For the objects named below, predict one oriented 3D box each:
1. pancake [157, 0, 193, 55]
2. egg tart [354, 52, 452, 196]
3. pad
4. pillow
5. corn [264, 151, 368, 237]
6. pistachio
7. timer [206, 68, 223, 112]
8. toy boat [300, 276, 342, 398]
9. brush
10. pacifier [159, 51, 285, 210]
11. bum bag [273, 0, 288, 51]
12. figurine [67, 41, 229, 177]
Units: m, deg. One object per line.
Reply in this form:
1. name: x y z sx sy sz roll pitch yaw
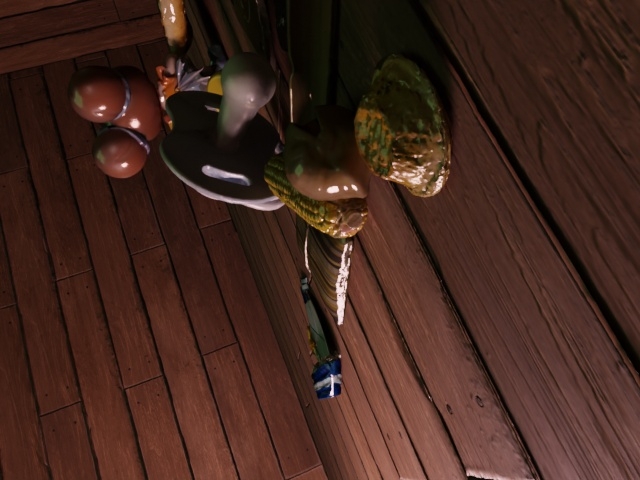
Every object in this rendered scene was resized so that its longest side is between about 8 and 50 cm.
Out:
1. pancake: -0.378 -0.672 1.313 0.387 0.081 0.388 177 90 -77
2. egg tart: 0.065 -0.096 0.444 0.129 0.049 0.129 161 90 -75
3. pad: -0.137 -0.450 0.815 0.284 0.018 0.287 80 168 -49
4. pillow: 0.000 0.000 0.833 0.212 0.052 0.208 91 158 -46
5. corn: -0.013 -0.070 0.699 0.238 0.080 0.080 39 147 52
6. pistachio: 0.012 -0.096 0.563 0.149 0.112 0.113 -88 -17 -75
7. timer: -0.196 -0.311 1.087 0.107 0.109 0.107 18 135 19
8. toy boat: -0.003 0.224 1.211 0.220 0.066 0.292 115 146 -71
9. brush: -0.012 -0.207 0.602 0.282 0.054 0.048 93 174 -57
10. pacifier: -0.130 -0.194 0.836 0.300 0.243 0.233 -102 30 -43
11. bum bag: -0.055 -0.335 0.654 0.109 0.026 0.160 174 78 -78
12. figurine: -0.406 -0.346 1.289 0.248 0.387 0.277 -126 24 -49
